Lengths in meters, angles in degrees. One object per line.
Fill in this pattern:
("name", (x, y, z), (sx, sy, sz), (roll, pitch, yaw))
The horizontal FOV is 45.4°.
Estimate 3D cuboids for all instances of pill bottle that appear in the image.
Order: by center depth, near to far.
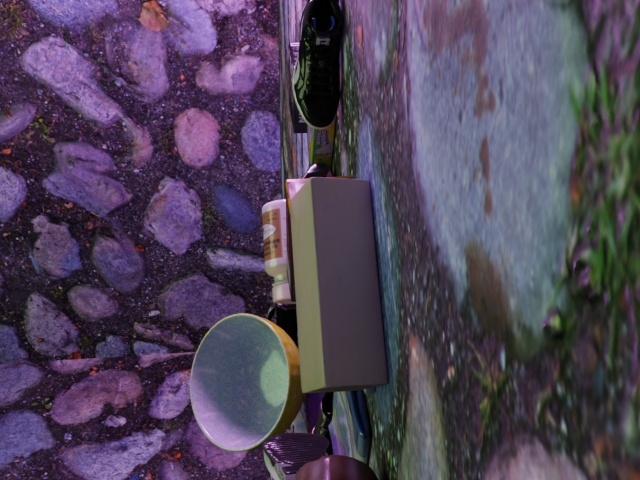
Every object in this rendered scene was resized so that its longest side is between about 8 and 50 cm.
("pill bottle", (-0.067, 0.027, 1.777), (0.131, 0.131, 0.229), (112, 155, -77))

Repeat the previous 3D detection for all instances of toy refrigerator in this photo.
("toy refrigerator", (0.024, 0.060, 1.013), (0.102, 0.094, 0.270), (138, 130, -66))

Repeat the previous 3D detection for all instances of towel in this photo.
("towel", (0.045, 0.314, 1.265), (0.209, 0.034, 0.285), (-99, 9, -46))

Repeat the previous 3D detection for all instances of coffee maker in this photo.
("coffee maker", (-0.057, 0.198, 1.976), (0.171, 0.120, 0.178), (54, 156, 35))

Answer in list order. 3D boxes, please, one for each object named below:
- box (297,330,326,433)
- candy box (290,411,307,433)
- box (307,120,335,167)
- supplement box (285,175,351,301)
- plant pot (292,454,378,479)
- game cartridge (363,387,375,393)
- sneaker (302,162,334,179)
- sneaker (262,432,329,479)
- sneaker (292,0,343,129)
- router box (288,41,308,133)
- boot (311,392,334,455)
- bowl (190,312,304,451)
("box", (-0.014, 0.320, 1.751), (0.293, 0.057, 0.201), (-179, 87, -84))
("candy box", (-0.052, 0.444, 2.154), (0.165, 0.070, 0.196), (124, 144, -81))
("box", (0.000, -0.210, 1.427), (0.179, 0.043, 0.105), (92, 173, -54))
("supplement box", (0.000, 0.000, 1.194), (0.081, 0.104, 0.188), (-100, 9, -51))
("plant pot", (0.019, 0.372, 0.969), (0.165, 0.167, 0.167), (-86, -4, -66))
("game cartridge", (0.065, 0.169, 1.067), (0.056, 0.017, 0.083), (-106, 13, -82))
("sneaker", (-0.009, -0.083, 1.466), (0.077, 0.072, 0.178), (-83, 3, -45))
("sneaker", (-0.029, 0.427, 1.280), (0.330, 0.122, 0.146), (-138, 48, -78))
("sneaker", (-0.004, -0.290, 1.218), (0.121, 0.079, 0.217), (-141, 50, -85))
("router box", (-0.050, -0.368, 1.849), (0.133, 0.046, 0.179), (-100, 9, -49))
("boot", (0.011, 0.405, 1.486), (0.198, 0.076, 0.137), (-101, 15, -51))
("bowl", (-0.129, 0.308, 1.661), (0.156, 0.289, 0.290), (16, -116, -50))
